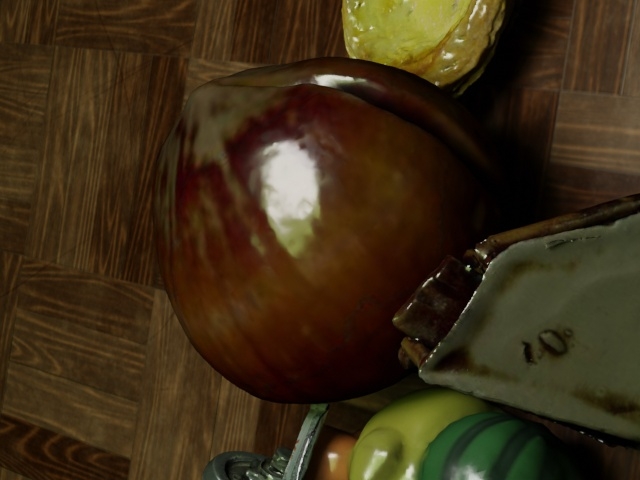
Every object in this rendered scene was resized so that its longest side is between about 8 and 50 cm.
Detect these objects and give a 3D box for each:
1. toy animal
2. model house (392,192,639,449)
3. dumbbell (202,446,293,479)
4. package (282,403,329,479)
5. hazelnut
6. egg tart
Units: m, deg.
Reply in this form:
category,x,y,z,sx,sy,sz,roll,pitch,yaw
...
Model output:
category,x,y,z,sx,sy,sz,roll,pitch,yaw
toy animal,0.150,0.260,1.849,0.338,0.216,0.191,4,62,52
model house,0.255,0.055,1.719,0.317,0.297,0.282,-57,6,1
dumbbell,-0.112,0.444,2.102,0.179,0.179,0.406,34,108,42
package,-0.018,0.235,1.887,0.037,0.015,0.110,-5,59,58
hazelnut,0.000,0.000,1.883,0.429,0.402,0.402,-13,76,49
egg tart,0.145,-0.299,1.969,0.294,0.123,0.294,-9,77,48
